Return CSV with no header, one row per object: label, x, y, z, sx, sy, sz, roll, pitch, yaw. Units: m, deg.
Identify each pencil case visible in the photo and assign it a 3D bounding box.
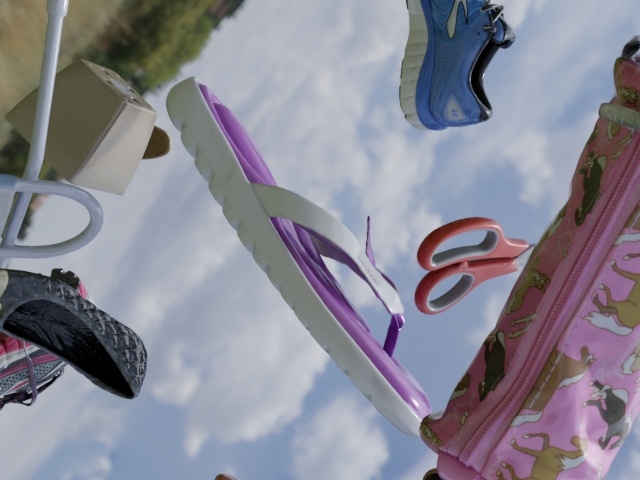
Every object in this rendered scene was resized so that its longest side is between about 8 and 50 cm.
pencil case,0.227,0.038,1.062,0.386,0.167,0.160,-64,-162,13

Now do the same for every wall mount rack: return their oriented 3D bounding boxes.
wall mount rack,-0.353,-0.097,1.138,0.304,0.350,0.130,122,-36,-45

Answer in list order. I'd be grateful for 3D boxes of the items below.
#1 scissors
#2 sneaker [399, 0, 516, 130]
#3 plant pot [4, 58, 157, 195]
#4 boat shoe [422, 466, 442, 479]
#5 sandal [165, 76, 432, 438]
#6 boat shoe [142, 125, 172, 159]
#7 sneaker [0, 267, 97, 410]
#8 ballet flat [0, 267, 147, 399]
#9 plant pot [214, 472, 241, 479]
scissors,0.212,0.008,1.347,0.021,0.297,0.109,44,-45,42
sneaker,0.196,-0.311,1.770,0.147,0.329,0.130,6,-168,24
plant pot,-0.234,-0.122,1.347,0.096,0.109,0.109,-51,161,10
boat shoe,0.231,0.392,1.817,0.324,0.120,0.122,-153,-110,-72
sandal,-0.003,-0.001,1.238,0.102,0.416,0.169,-37,171,7
boat shoe,-0.300,-0.162,2.035,0.059,0.170,0.063,-33,129,-67
sneaker,-0.392,0.163,1.576,0.299,0.112,0.121,-33,-143,-12
ballet flat,-0.195,0.068,0.992,0.057,0.173,0.049,-38,-138,24
plant pot,-0.074,0.461,1.737,0.272,0.265,0.272,-48,156,-30
